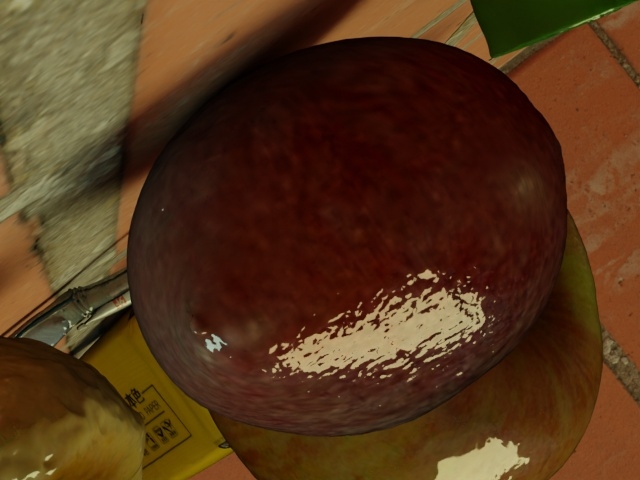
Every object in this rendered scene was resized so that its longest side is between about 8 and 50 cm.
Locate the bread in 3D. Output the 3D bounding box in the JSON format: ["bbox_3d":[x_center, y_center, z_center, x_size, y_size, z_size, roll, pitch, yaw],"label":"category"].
[{"bbox_3d":[-0.207,0.151,0.753,0.244,0.134,0.244,-44,161,-20],"label":"bread"}]

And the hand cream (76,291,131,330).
[{"bbox_3d":[-0.159,0.033,1.428,0.216,0.038,0.052,-32,154,-11],"label":"hand cream"}]

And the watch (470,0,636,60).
[{"bbox_3d":[0.172,-0.189,0.948,0.152,0.131,0.165,-19,-173,11],"label":"watch"}]

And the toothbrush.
[{"bbox_3d":[-0.221,0.080,1.042,0.413,0.035,0.042,-37,-147,10],"label":"toothbrush"}]

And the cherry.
[{"bbox_3d":[0.003,-0.007,0.725,0.239,0.206,0.239,-9,155,-4],"label":"cherry"}]

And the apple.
[{"bbox_3d":[0.064,0.082,1.296,0.400,0.400,0.333,-37,-174,-38],"label":"apple"}]

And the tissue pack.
[{"bbox_3d":[-0.133,0.143,1.757,0.293,0.228,0.382,-38,178,-35],"label":"tissue pack"}]
